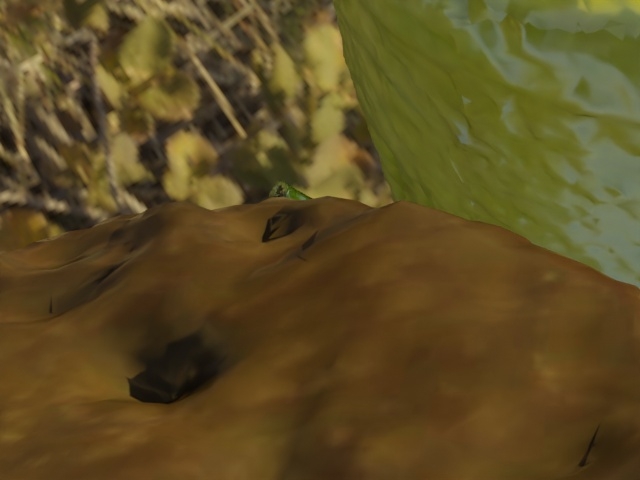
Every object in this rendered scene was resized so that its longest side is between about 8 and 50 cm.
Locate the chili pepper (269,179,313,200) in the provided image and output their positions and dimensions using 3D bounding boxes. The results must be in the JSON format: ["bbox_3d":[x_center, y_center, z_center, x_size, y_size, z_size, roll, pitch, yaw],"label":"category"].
[{"bbox_3d":[0.000,0.001,0.691,0.083,0.030,0.017,72,32,-70],"label":"chili pepper"}]

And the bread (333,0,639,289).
[{"bbox_3d":[0.172,-0.126,0.798,0.348,0.348,0.308,-27,145,-8],"label":"bread"}]

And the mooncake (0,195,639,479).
[{"bbox_3d":[-0.040,0.124,0.392,0.324,0.324,0.187,-20,115,-15],"label":"mooncake"}]
